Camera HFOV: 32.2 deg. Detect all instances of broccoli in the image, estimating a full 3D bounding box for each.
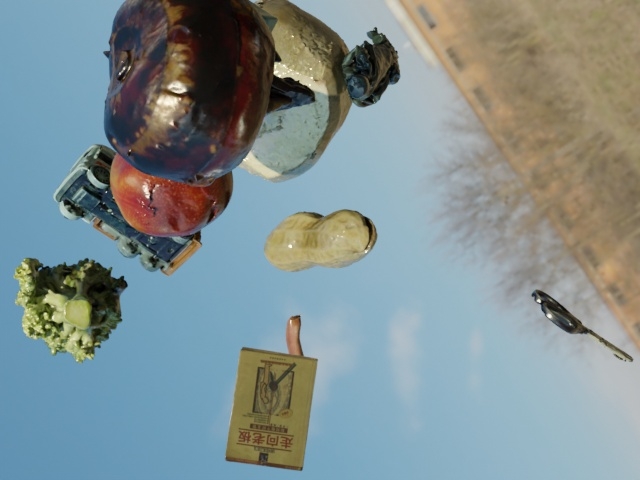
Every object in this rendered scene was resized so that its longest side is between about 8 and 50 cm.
[{"bbox_3d":[-0.530,0.132,2.390,0.263,0.247,0.243,62,165,-11],"label":"broccoli"}]

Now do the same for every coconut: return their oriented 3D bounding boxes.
[{"bbox_3d":[-0.107,-0.361,2.543,0.404,0.404,0.404,51,-165,-20],"label":"coconut"}]

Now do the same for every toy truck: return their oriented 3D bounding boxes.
[{"bbox_3d":[-0.396,-0.075,2.341,0.305,0.136,0.162,35,-147,-21],"label":"toy truck"}]

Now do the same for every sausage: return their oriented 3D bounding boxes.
[{"bbox_3d":[-0.058,0.262,2.742,0.040,0.047,0.176,-87,-11,-59],"label":"sausage"}]

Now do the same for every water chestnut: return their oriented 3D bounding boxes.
[{"bbox_3d":[-0.148,-0.209,1.489,0.300,0.300,0.300,51,-165,-20],"label":"water chestnut"}]

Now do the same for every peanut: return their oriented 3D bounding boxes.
[{"bbox_3d":[0.000,0.000,2.336,0.130,0.290,0.130,5,-96,-48],"label":"peanut"}]

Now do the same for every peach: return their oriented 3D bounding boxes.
[{"bbox_3d":[-0.275,-0.112,2.055,0.231,0.231,0.231,51,-165,-20],"label":"peach"}]

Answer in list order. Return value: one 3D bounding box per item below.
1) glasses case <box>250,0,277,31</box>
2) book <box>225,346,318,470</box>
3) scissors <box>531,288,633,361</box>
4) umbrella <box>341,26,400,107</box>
[{"bbox_3d":[-0.191,-0.245,1.738,0.117,0.301,0.070,35,-158,12],"label":"glasses case"},{"bbox_3d":[-0.100,0.338,2.221,0.026,0.161,0.231,-61,-21,-85],"label":"book"},{"bbox_3d":[0.521,0.179,2.170,0.300,0.022,0.109,31,-160,-32],"label":"scissors"},{"bbox_3d":[0.103,-0.369,2.419,0.143,0.094,0.349,66,-159,-15],"label":"umbrella"}]
